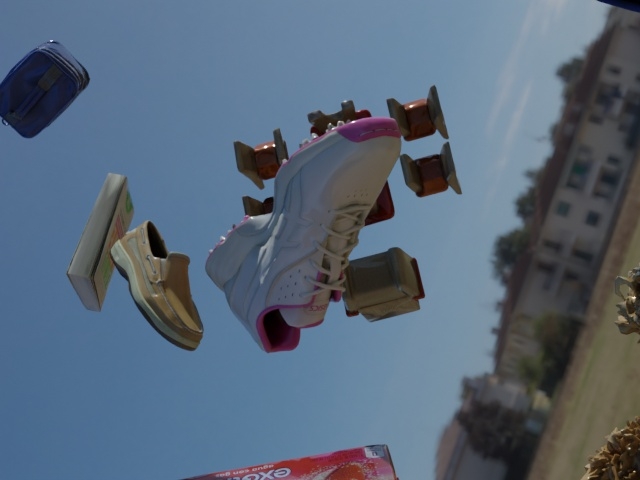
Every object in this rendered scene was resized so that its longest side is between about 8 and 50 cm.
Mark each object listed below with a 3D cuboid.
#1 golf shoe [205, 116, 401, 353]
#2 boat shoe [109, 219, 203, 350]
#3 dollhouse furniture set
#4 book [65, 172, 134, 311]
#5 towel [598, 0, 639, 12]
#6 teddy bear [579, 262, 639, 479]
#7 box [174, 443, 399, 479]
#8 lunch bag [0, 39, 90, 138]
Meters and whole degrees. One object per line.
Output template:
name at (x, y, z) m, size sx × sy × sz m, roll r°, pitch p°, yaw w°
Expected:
golf shoe at (0.000, 0.000, 1.176) m, size 0.115 × 0.140 × 0.306 m, roll -6°, pitch -28°, yaw -36°
boat shoe at (-0.175, 0.043, 1.345) m, size 0.072 × 0.190 × 0.068 m, roll -47°, pitch -38°, yaw 8°
dollhouse furniture set at (0.050, -0.039, 1.494) m, size 0.135 × 0.262 × 0.259 m, roll 46°, pitch -149°, yaw -70°
book at (-0.264, 0.003, 1.462) m, size 0.096 × 0.035 × 0.144 m, roll 91°, pitch -168°, yaw -61°
towel at (0.188, -0.208, 0.613) m, size 0.308 × 0.228 × 0.076 m, roll -41°, pitch -43°, yaw -40°
teddy bear at (0.225, 0.119, 0.581) m, size 0.338 × 0.245 × 0.113 m, roll -61°, pitch -8°, yaw 15°
box at (-0.052, 0.270, 0.987) m, size 0.122 × 0.257 × 0.128 m, roll -101°, pitch 1°, yaw -72°
lunch bag at (-0.295, -0.154, 1.239) m, size 0.098 × 0.067 × 0.065 m, roll -44°, pitch 10°, yaw 15°
